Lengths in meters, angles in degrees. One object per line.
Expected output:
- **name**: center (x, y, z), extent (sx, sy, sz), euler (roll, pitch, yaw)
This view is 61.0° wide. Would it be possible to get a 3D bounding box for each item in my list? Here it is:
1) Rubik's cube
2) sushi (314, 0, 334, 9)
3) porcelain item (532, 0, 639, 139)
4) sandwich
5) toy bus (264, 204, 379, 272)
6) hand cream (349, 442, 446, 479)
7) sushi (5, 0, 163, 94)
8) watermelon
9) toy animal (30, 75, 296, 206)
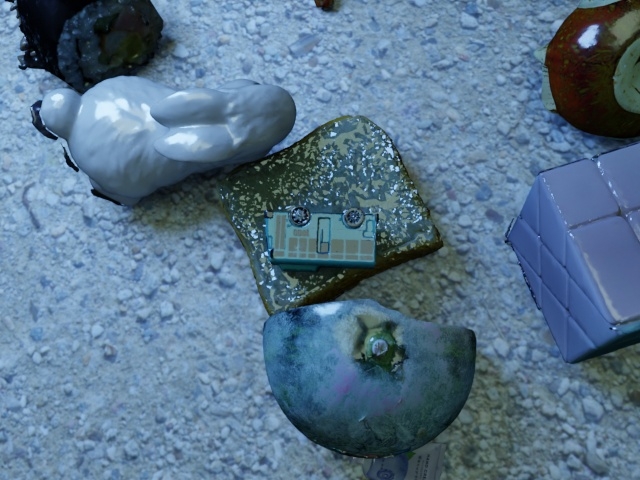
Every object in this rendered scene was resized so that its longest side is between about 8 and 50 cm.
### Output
- **Rubik's cube**: center (0.416, 0.016, 0.735), extent (0.224, 0.231, 0.221), euler (-17, 67, 1)
- **sushi**: center (-0.010, -0.535, 0.983), extent (0.103, 0.097, 0.226), euler (-14, 101, -11)
- **porcelain item**: center (0.463, -0.287, 0.846), extent (0.252, 0.253, 0.253), euler (-1, 77, 5)
- **sandwich**: center (0.008, -0.043, 0.868), extent (0.301, 0.099, 0.271), euler (-27, 80, 1)
- **toy bus**: center (0.000, 0.000, 0.772), extent (0.160, 0.079, 0.092), euler (3, 84, 3)
- **hand cream**: center (0.113, 0.329, 0.803), extent (0.142, 0.053, 0.084), euler (14, 79, -2)
- **sushi**: center (-0.415, -0.396, 0.937), extent (0.238, 0.225, 0.219), euler (-24, 63, -34)
- **watermelon**: center (0.080, 0.192, 0.736), extent (0.321, 0.175, 0.188), euler (1, 66, -3)
- **toy animal**: center (-0.220, -0.171, 0.831), extent (0.357, 0.258, 0.194), euler (-6, 85, 28)
